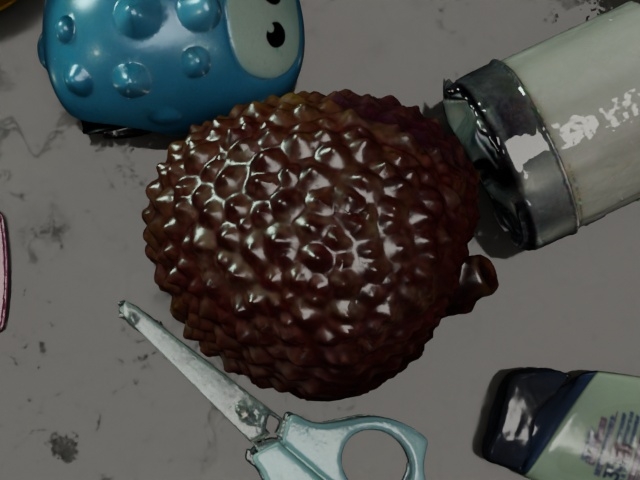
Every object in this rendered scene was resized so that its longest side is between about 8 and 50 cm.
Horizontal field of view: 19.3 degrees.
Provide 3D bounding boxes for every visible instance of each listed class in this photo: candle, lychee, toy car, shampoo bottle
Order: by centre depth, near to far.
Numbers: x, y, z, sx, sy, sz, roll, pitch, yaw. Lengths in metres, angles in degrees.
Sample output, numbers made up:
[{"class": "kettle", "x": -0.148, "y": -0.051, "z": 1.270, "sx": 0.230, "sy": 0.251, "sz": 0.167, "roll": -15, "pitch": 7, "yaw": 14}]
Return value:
[{"class": "lychee", "x": 0.000, "y": 0.000, "z": 1.705, "sx": 0.330, "sy": 0.306, "sz": 0.306, "roll": 20, "pitch": 86, "yaw": 5}, {"class": "toy car", "x": -0.140, "y": -0.197, "z": 1.763, "sx": 0.255, "sy": 0.190, "sz": 0.188, "roll": -4, "pitch": 85, "yaw": -4}, {"class": "candle", "x": 0.286, "y": -0.130, "z": 1.788, "sx": 0.330, "sy": 0.187, "sz": 0.187, "roll": -25, "pitch": 88, "yaw": -5}, {"class": "shampoo bottle", "x": 0.343, "y": 0.207, "z": 1.822, "sx": 0.359, "sy": 0.078, "sz": 0.134, "roll": 18, "pitch": 83, "yaw": -2}]

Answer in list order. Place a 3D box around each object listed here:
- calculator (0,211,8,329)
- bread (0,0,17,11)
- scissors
[{"class": "calculator", "x": -0.398, "y": 0.031, "z": 1.814, "sx": 0.190, "sy": 0.034, "sz": 0.126, "roll": 0, "pitch": 86, "yaw": -9}, {"class": "bread", "x": -0.329, "y": -0.318, "z": 1.775, "sx": 0.270, "sy": 0.142, "sz": 0.195, "roll": -32, "pitch": 78, "yaw": -9}, {"class": "scissors", "x": -0.060, "y": 0.178, "z": 1.827, "sx": 0.360, "sy": 0.029, "sz": 0.191, "roll": 40, "pitch": 81, "yaw": 2}]
